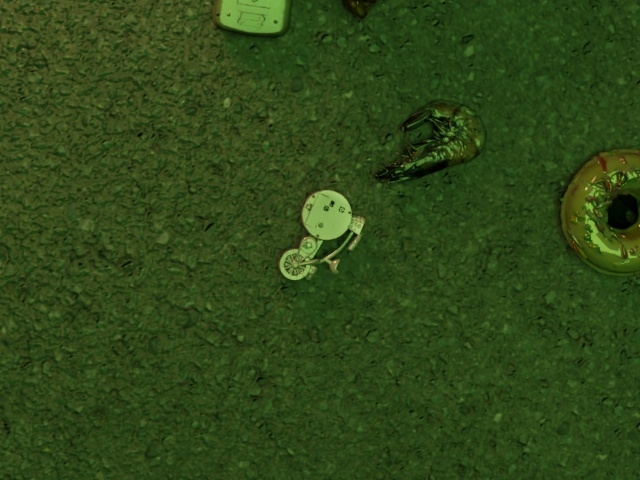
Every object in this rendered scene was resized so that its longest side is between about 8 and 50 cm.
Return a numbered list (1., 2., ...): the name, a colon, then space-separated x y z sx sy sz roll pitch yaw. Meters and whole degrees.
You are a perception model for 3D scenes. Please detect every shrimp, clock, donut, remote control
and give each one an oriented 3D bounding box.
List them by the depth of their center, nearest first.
1. remote control: -0.074 -0.371 1.782 0.098 0.038 0.233 7 95 -8
2. clock: 0.000 0.000 1.833 0.087 0.041 0.129 32 88 -6
3. shrimp: 0.135 -0.125 1.843 0.161 0.034 0.091 -24 87 -10
4. donut: 0.399 -0.035 1.863 0.175 0.068 0.174 -1 98 -6

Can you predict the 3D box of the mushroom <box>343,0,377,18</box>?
1. mushroom: 0.061 -0.470 1.750 0.208 0.233 0.301 33 135 0
